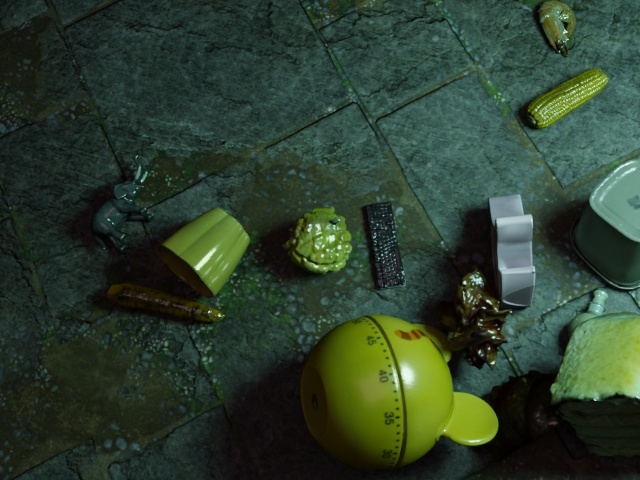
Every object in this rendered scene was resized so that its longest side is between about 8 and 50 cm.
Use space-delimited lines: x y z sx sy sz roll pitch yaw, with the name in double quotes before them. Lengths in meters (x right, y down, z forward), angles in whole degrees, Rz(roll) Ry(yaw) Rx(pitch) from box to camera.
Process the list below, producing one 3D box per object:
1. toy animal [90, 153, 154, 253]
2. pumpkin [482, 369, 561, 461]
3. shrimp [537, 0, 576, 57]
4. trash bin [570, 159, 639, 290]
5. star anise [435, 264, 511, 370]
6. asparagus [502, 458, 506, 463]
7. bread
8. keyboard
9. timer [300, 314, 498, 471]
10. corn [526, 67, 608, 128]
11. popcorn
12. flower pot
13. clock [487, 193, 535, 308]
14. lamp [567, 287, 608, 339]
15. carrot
"toy animal" -0.516 -0.093 2.027 0.137 0.082 0.269 27 79 15
"pumpkin" 0.455 0.368 1.688 0.254 0.149 0.130 -42 84 -9
"shrimp" 0.643 -0.570 2.028 0.099 0.041 0.180 -6 70 -9
"trash bin" 0.711 -0.041 1.734 0.220 0.250 0.219 -44 65 -6
"star anise" 0.345 0.183 1.693 0.148 0.346 0.237 4 96 2
"asparagus" 0.434 0.435 1.750 0.016 0.016 0.162 14 74 -14
"bread" 0.634 0.279 1.560 0.239 0.395 0.263 -5 57 35
"keyboard" 0.164 0.010 1.921 0.072 0.023 0.231 -9 71 3
"timer" 0.162 0.333 1.673 0.387 0.376 0.375 -5 70 -19
"corn" 0.632 -0.369 1.939 0.231 0.080 0.080 -33 71 -2
"popcorn" 0.001 -0.002 1.886 0.174 0.142 0.173 -3 75 10
"flower pot" -0.284 0.021 1.913 0.195 0.195 0.179 35 68 17
"clock" 0.438 -0.004 1.746 0.080 0.290 0.275 -5 67 9
"lamp" 0.640 0.180 1.769 0.091 0.091 0.163 23 61 15
"carrot" -0.395 0.164 1.938 0.315 0.066 0.066 12 75 12
